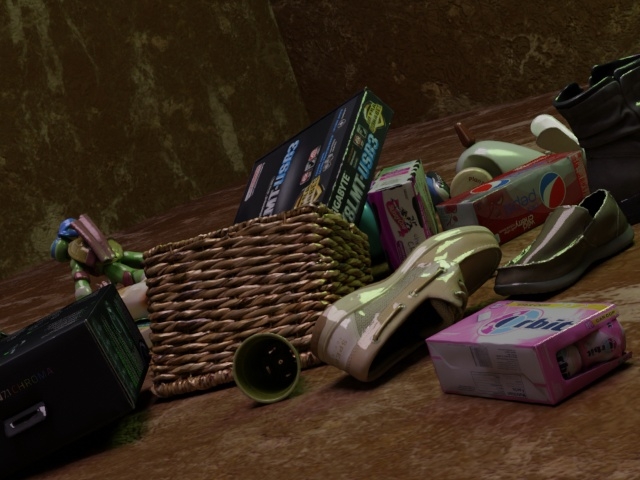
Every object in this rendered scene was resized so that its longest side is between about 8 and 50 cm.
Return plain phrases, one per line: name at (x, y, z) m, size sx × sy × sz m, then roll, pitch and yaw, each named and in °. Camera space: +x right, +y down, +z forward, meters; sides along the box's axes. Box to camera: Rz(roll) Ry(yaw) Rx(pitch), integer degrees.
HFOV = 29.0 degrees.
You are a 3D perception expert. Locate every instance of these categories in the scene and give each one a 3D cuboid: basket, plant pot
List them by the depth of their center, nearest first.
plant pot at (-0.056, 0.151, 1.502) m, size 0.083 × 0.083 × 0.079 m, roll -17°, pitch -3°, yaw 12°
basket at (-0.073, 0.108, 1.716) m, size 0.299 × 0.223 × 0.213 m, roll -16°, pitch -23°, yaw 20°

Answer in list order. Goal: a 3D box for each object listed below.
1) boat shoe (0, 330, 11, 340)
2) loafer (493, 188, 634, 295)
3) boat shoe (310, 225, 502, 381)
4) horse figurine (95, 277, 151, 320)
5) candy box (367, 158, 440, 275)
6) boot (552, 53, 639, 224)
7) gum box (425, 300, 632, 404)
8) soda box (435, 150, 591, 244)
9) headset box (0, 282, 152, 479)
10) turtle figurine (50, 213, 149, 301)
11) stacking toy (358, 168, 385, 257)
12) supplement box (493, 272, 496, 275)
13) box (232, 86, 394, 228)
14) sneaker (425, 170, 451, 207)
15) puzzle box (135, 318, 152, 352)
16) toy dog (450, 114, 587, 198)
boat shoe at (-0.491, 0.148, 1.792) m, size 0.092 × 0.285 × 0.103 m, roll -57°, pitch 25°, yaw 5°
loafer at (0.304, 0.002, 1.589) m, size 0.251 × 0.087 × 0.094 m, roll -26°, pitch 12°, yaw -41°
boat shoe at (0.126, 0.079, 1.486) m, size 0.302 × 0.109 × 0.098 m, roll -28°, pitch 45°, yaw -35°
horse figurine at (-0.276, 0.084, 2.009) m, size 0.263 × 0.066 × 0.174 m, roll -16°, pitch 11°, yaw 29°
candy box at (0.135, -0.026, 1.882) m, size 0.071 × 0.159 × 0.233 m, roll -14°, pitch 10°, yaw 10°
boot at (0.503, -0.175, 1.811) m, size 0.338 × 0.223 × 0.118 m, roll -25°, pitch 10°, yaw -32°
gum box at (0.206, 0.108, 1.229) m, size 0.107 × 0.062 × 0.188 m, roll -24°, pitch 10°, yaw -28°
soda box at (0.312, -0.063, 1.980) m, size 0.263 × 0.084 × 0.092 m, roll -24°, pitch 11°, yaw -34°
headset box at (-0.362, 0.187, 1.607) m, size 0.246 × 0.131 × 0.283 m, roll -28°, pitch 8°, yaw 0°
turtle figurine at (-0.410, 0.095, 2.473) m, size 0.266 × 0.275 × 0.198 m, roll 5°, pitch -7°, yaw 18°
stacking toy at (0.003, 0.007, 2.100) m, size 0.330 × 0.141 × 0.141 m, roll -26°, pitch 10°, yaw -9°
supplement box at (0.189, 0.044, 1.735) m, size 0.098 × 0.036 × 0.062 m, roll -20°, pitch 9°, yaw -3°
box at (-0.032, -0.065, 1.961) m, size 0.293 × 0.073 × 0.296 m, roll -28°, pitch 33°, yaw 42°
sneaker at (0.202, -0.087, 2.445) m, size 0.081 × 0.080 × 0.211 m, roll -43°, pitch 13°, yaw -11°
puzzle box at (-0.393, 0.180, 2.077) m, size 0.408 × 0.052 × 0.272 m, roll -9°, pitch 14°, yaw 47°
toy dog at (0.375, -0.171, 2.256) m, size 0.333 × 0.161 × 0.220 m, roll -20°, pitch 9°, yaw -6°
